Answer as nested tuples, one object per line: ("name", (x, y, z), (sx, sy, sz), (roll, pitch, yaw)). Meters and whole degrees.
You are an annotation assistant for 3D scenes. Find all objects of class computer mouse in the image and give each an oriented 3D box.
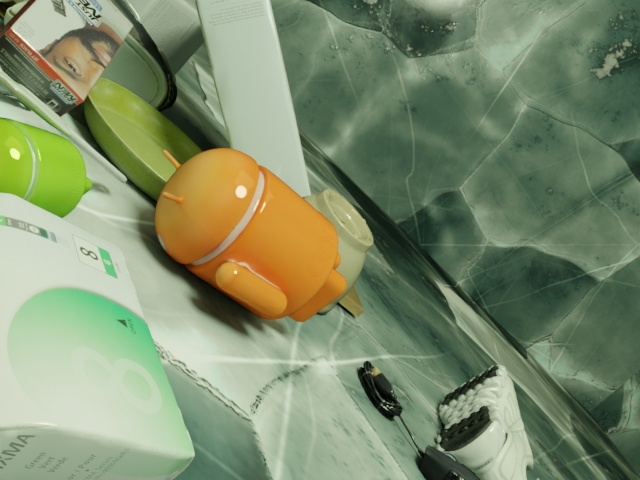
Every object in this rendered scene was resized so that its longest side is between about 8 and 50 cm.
("computer mouse", (0.121, 0.225, 0.758), (0.242, 0.041, 0.071), (51, 13, 32))

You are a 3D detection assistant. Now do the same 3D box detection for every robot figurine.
("robot figurine", (-0.206, -0.046, 0.452), (0.101, 0.067, 0.115), (60, 10, 7))
("robot figurine", (-0.071, -0.006, 0.666), (0.219, 0.158, 0.128), (39, -28, -32))

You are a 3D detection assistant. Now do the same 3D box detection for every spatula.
("spatula", (-0.241, -0.124, 0.533), (0.168, 0.019, 0.242), (37, -7, 8))

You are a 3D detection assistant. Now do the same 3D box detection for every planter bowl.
("planter bowl", (0.000, 0.000, 0.890), (0.162, 0.109, 0.162), (41, 21, -20))

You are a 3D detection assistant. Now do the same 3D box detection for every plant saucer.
("plant saucer", (-0.191, -0.098, 0.799), (0.241, 0.037, 0.241), (44, 10, -10))

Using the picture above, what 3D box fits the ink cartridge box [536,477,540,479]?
("ink cartridge box", (0.183, 0.293, 0.612), (0.209, 0.062, 0.109), (22, 41, -63))

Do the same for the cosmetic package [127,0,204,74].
("cosmetic package", (-0.302, -0.373, 1.103), (0.151, 0.151, 0.183), (48, 11, 14))

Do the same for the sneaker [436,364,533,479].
("sneaker", (0.230, 0.260, 0.909), (0.118, 0.110, 0.292), (53, 19, 2))

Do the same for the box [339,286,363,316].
("box", (-0.023, 0.020, 1.036), (0.201, 0.021, 0.164), (41, 12, -24))

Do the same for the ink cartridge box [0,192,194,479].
("ink cartridge box", (-0.180, 0.029, 0.325), (0.224, 0.056, 0.181), (37, 13, -45))

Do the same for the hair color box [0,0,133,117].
("hair color box", (-0.268, -0.212, 0.700), (0.093, 0.053, 0.167), (48, 33, -32))

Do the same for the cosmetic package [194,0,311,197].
("cosmetic package", (-0.097, -0.216, 0.988), (0.377, 0.097, 0.284), (-113, -168, -78))

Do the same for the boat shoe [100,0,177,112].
("boat shoe", (-0.313, -0.298, 0.920), (0.302, 0.114, 0.091), (56, 10, -6))

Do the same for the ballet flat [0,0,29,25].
("ballet flat", (-0.363, -0.278, 0.786), (0.232, 0.080, 0.073), (43, 38, 0))
